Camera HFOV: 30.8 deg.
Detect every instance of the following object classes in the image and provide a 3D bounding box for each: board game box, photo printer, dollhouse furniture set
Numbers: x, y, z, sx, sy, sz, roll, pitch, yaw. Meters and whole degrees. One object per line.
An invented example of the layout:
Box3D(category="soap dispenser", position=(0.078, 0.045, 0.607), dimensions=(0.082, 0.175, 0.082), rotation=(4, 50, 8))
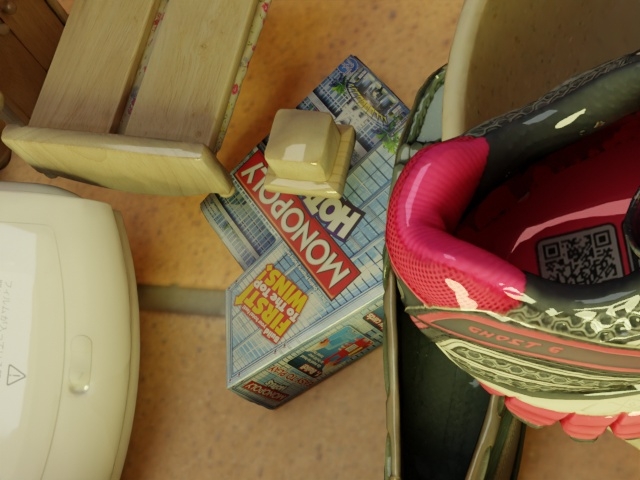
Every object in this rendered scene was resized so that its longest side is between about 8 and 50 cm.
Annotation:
Box3D(category="board game box", position=(0.000, 0.000, 0.723), dimensions=(0.194, 0.060, 0.194), rotation=(-44, 55, 5))
Box3D(category="photo printer", position=(-0.271, 0.082, 0.753), dimensions=(0.308, 0.107, 0.256), rotation=(3, 82, 6))
Box3D(category="dollhouse furniture set", position=(-0.105, -0.160, 0.822), dimensions=(0.356, 0.174, 0.303), rotation=(8, 69, 18))

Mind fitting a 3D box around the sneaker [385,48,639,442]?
Box3D(category="sneaker", position=(0.163, -0.021, 0.316), dimensions=(0.299, 0.112, 0.120), rotation=(-24, 59, 18))

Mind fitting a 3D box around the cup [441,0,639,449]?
Box3D(category="cup", position=(0.249, -0.028, 0.484), dimensions=(0.331, 0.237, 0.331), rotation=(-12, 63, 26))

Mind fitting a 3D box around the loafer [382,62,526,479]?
Box3D(category="loafer", position=(0.075, 0.035, 0.600), dimensions=(0.096, 0.084, 0.267), rotation=(4, 92, 15))
